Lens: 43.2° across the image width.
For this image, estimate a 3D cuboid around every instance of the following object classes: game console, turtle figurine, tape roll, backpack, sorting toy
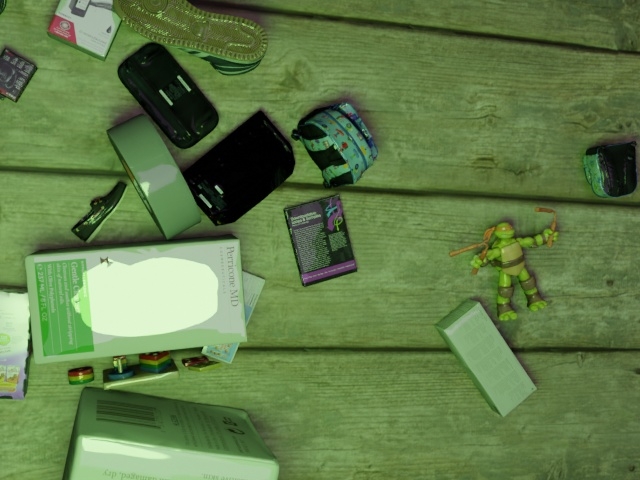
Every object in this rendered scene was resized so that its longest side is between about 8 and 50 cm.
[{"bbox_3d":[-0.221,-0.218,1.521,0.213,0.044,0.361,-42,97,-20],"label":"game console"},{"bbox_3d":[0.387,0.053,1.691,0.270,0.087,0.217,-21,106,-22],"label":"turtle figurine"},{"bbox_3d":[-0.294,-0.112,1.427,0.072,0.219,0.219,-29,101,-13],"label":"tape roll"},{"bbox_3d":[0.626,-0.149,1.742,0.105,0.084,0.114,-9,91,-14],"label":"backpack"},{"bbox_3d":[0.039,-0.183,1.536,0.117,0.173,0.158,-35,101,-10],"label":"backpack"},{"bbox_3d":[-0.325,0.227,1.486,0.275,0.132,0.046,-7,94,-15],"label":"sorting toy"}]

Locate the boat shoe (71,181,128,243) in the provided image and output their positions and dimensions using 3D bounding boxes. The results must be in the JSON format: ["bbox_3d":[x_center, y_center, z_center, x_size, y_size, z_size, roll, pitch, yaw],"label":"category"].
[{"bbox_3d":[-0.405,-0.057,1.488,0.042,0.049,0.133,40,88,-22],"label":"boat shoe"}]

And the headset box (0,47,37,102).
[{"bbox_3d":[-0.554,-0.290,1.441,0.062,0.032,0.083,30,87,-14],"label":"headset box"}]

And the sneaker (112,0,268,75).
[{"bbox_3d":[-0.232,-0.380,1.475,0.282,0.153,0.099,19,90,-3],"label":"sneaker"}]

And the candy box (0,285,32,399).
[{"bbox_3d":[-0.602,0.178,1.441,0.165,0.070,0.196,6,93,-15],"label":"candy box"}]

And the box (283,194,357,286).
[{"bbox_3d":[0.000,0.000,1.613,0.116,0.029,0.162,-15,99,-14],"label":"box"}]

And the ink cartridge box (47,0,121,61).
[{"bbox_3d":[-0.411,-0.417,1.455,0.109,0.063,0.150,23,88,-15],"label":"ink cartridge box"}]

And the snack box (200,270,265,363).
[{"bbox_3d":[-0.171,0.147,1.579,0.064,0.022,0.178,23,88,-14],"label":"snack box"}]

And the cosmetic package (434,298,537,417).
[{"bbox_3d":[0.349,0.247,1.707,0.099,0.060,0.239,-36,102,-8],"label":"cosmetic package"}]

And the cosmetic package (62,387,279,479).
[{"bbox_3d":[-0.297,0.503,1.412,0.328,0.329,0.393,12,91,-16],"label":"cosmetic package"}]

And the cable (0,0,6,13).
[{"bbox_3d":[-0.641,-0.452,1.406,0.185,0.047,0.150,6,97,-18],"label":"cable"}]

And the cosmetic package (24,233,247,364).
[{"bbox_3d":[-0.324,0.099,1.459,0.366,0.155,0.196,-6,94,-10],"label":"cosmetic package"}]
